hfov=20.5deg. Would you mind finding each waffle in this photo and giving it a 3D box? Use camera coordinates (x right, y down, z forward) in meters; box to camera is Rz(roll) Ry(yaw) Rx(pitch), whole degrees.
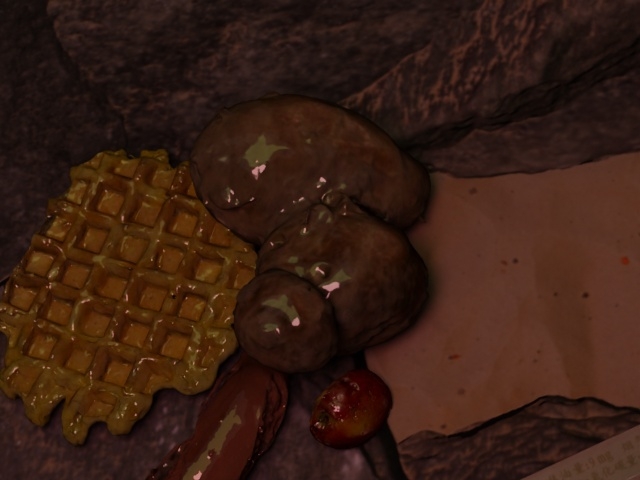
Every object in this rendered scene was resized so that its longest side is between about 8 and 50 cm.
[{"bbox_3d":[-0.206,0.050,1.813,0.312,0.060,0.307,-35,60,-7],"label":"waffle"}]

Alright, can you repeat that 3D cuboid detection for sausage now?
[{"bbox_3d":[-0.129,0.239,1.685,0.326,0.079,0.087,-52,37,-13],"label":"sausage"}]

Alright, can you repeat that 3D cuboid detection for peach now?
[{"bbox_3d":[0.034,0.165,1.696,0.050,0.077,0.083,30,31,30],"label":"peach"}]

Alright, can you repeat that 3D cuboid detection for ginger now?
[{"bbox_3d":[0.000,0.000,1.712,0.245,0.155,0.304,8,49,-26],"label":"ginger"}]

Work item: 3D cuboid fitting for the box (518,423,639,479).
[{"bbox_3d":[0.318,0.194,1.511,0.365,0.204,0.051,-25,60,2],"label":"box"}]
